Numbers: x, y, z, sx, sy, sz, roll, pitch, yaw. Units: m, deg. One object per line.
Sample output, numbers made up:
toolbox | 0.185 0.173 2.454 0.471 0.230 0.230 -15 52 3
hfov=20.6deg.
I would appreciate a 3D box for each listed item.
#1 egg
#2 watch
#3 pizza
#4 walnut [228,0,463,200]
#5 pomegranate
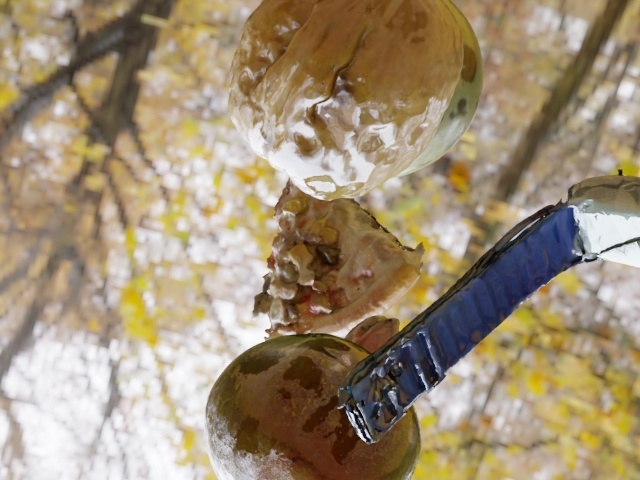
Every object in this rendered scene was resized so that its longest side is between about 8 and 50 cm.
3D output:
egg | 0.038 -0.139 1.552 0.177 0.177 0.228 -7 177 -44
watch | 0.197 0.071 1.088 0.276 0.068 0.274 24 -130 39
pizza | 0.000 0.000 1.658 0.052 0.185 0.195 31 -145 -55
walnut | 0.019 -0.122 1.239 0.155 0.184 0.155 20 -142 -16
pomegranate | 0.008 0.143 1.424 0.180 0.180 0.210 27 -126 23
